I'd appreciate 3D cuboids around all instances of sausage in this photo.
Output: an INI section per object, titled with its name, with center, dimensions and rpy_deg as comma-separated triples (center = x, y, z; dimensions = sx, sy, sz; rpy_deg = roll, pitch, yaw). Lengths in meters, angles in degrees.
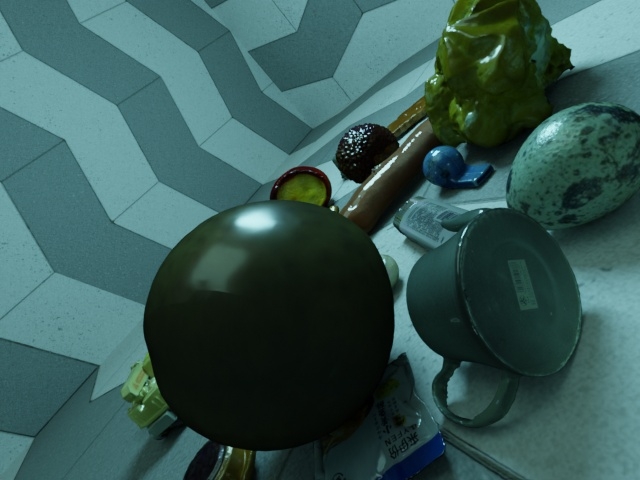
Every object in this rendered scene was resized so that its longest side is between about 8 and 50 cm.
[sausage]
center = 0.187, -0.163, 0.997
dimensions = 0.419, 0.094, 0.094
rpy_deg = -47, -21, -10

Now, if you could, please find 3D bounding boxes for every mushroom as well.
[mushroom]
center = 0.097, 0.060, 0.721
dimensions = 0.083, 0.067, 0.083
rpy_deg = -39, 24, 22

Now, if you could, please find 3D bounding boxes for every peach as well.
[peach]
center = -0.064, -0.154, 1.376
dimensions = 0.226, 0.196, 0.190
rpy_deg = -16, 65, 59

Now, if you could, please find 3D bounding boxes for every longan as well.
[longan]
center = -0.053, 0.096, 0.526
dimensions = 0.319, 0.319, 0.319
rpy_deg = -38, 18, 15

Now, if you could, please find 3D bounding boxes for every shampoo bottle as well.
[shampoo bottle]
center = 0.199, -0.025, 0.712
dimensions = 0.086, 0.056, 0.227
rpy_deg = -45, 17, 1

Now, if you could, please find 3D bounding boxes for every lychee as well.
[lychee]
center = 0.127, -0.248, 1.175
dimensions = 0.188, 0.188, 0.188
rpy_deg = -38, 18, 15

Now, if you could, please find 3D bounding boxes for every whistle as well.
[whistle]
center = 0.259, -0.151, 0.830
dimensions = 0.090, 0.090, 0.158
rpy_deg = -47, 17, -11

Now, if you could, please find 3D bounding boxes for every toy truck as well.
[toy truck]
center = -0.366, 0.320, 0.976
dimensions = 0.124, 0.157, 0.272
rpy_deg = -41, 18, 8

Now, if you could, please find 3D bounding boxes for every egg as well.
[egg]
center = 0.304, -0.084, 0.500
dimensions = 0.172, 0.132, 0.132
rpy_deg = -49, 14, 25

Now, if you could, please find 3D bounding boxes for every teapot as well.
[teapot]
center = 0.160, 0.073, 0.447
dimensions = 0.149, 0.162, 0.239
rpy_deg = -30, 50, 58

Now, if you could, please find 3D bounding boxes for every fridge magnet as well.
[fridge magnet]
center = -0.153, 0.346, 0.606
dimensions = 0.143, 0.063, 0.143
rpy_deg = -37, 22, 18

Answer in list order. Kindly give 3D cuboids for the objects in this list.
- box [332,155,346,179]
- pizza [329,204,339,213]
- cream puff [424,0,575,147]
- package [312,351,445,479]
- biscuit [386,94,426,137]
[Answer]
[box]
center = 0.120, -0.292, 1.442
dimensions = 0.124, 0.093, 0.172
rpy_deg = -49, 18, -16
[pizza]
center = 0.000, 0.000, 1.038
dimensions = 0.176, 0.036, 0.185
rpy_deg = -173, 103, -80
[cream puff]
center = 0.327, -0.347, 0.846
dimensions = 0.274, 0.270, 0.323
rpy_deg = -28, 21, 52
[package]
center = 0.056, 0.228, 0.483
dimensions = 0.171, 0.027, 0.173
rpy_deg = -41, 13, 9
[biscuit]
center = 0.318, -0.436, 1.437
dimensions = 0.280, 0.043, 0.183
rpy_deg = -44, 20, -18
